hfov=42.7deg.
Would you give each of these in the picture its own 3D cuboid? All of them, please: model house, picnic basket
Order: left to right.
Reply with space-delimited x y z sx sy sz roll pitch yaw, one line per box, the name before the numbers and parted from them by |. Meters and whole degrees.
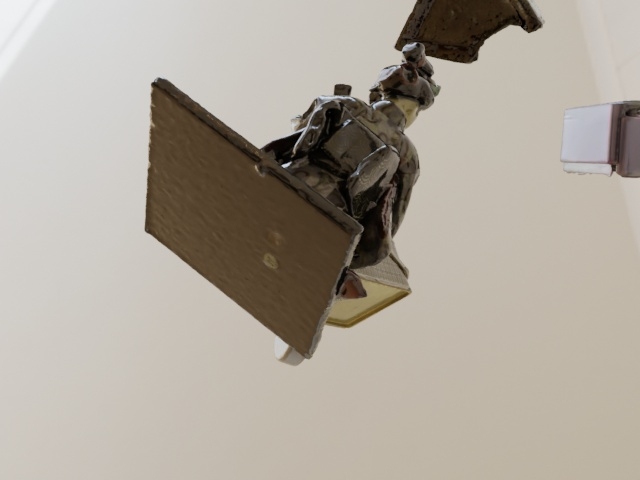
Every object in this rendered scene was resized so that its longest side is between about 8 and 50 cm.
picnic basket | 0.015 0.037 0.947 0.115 0.164 0.079 -31 -121 30
model house | 0.157 -0.250 0.911 0.106 0.152 0.165 59 21 -8

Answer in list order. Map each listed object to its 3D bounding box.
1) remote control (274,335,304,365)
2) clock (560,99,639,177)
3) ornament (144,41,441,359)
remote control | 0.000 0.000 0.786 0.077 0.022 0.244 -21 -128 68
clock | 0.360 -0.101 0.831 0.144 0.194 0.073 -134 -136 -82
ornament | 0.011 -0.055 0.554 0.166 0.196 0.153 38 -32 13
